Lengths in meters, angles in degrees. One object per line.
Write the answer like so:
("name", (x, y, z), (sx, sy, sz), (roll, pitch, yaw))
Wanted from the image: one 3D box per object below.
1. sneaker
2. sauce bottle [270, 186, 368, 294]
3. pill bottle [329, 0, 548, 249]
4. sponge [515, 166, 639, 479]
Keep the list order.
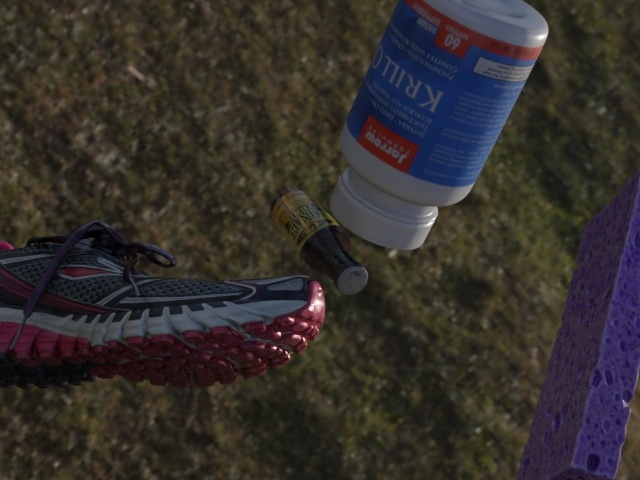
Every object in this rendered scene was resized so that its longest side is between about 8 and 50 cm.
("sneaker", (-0.144, 0.041, 0.914), (0.121, 0.299, 0.112), (57, 34, -65))
("sauce bottle", (0.000, 0.000, 1.003), (0.042, 0.042, 0.128), (23, 14, -36))
("pill bottle", (0.090, -0.106, 1.061), (0.124, 0.221, 0.124), (19, 26, -9))
("sponge", (0.181, 0.063, 0.828), (0.031, 0.117, 0.210), (19, 69, -2))
